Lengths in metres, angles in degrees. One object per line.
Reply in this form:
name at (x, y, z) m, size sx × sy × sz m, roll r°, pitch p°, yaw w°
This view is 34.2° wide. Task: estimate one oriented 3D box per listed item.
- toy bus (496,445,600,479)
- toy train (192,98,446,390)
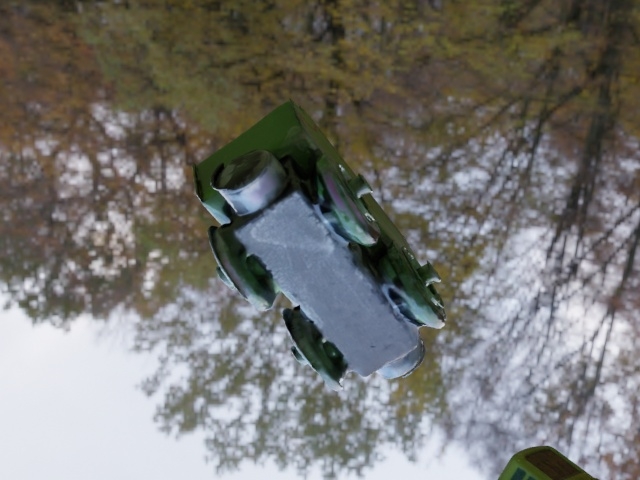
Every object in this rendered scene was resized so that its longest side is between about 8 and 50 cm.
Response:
toy bus at (0.129, 0.230, 0.693) m, size 0.101 × 0.175 × 0.088 m, roll 36°, pitch -167°, yaw 27°
toy train at (0.000, 0.000, 1.116) m, size 0.173 × 0.307 × 0.249 m, roll -35°, pitch -150°, yaw 10°
